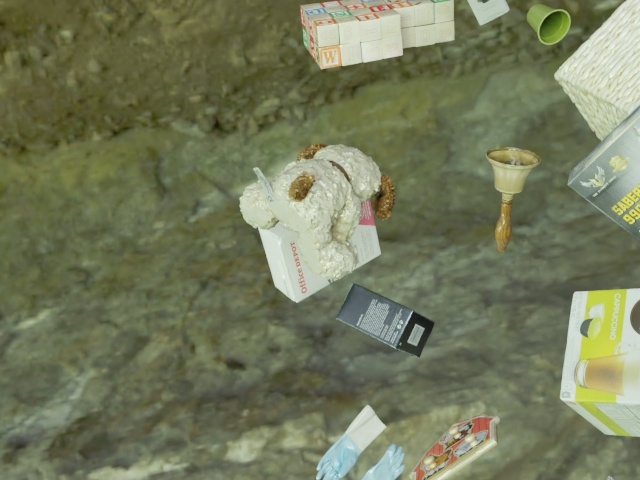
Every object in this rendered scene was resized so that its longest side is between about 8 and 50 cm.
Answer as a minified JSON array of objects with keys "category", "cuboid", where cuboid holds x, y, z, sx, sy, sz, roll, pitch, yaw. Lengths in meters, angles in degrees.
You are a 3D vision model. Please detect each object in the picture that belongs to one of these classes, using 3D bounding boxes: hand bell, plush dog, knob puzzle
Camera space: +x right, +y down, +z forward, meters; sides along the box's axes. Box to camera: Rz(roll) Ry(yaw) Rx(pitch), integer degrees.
[{"category":"hand bell","cuboid":[0.441,-0.087,2.055,0.126,0.242,0.126,2,-154,-1]},{"category":"plush dog","cuboid":[0.011,-0.096,1.587,0.225,0.262,0.210,-40,157,-37]},{"category":"knob puzzle","cuboid":[0.227,0.354,1.513,0.213,0.030,0.213,-38,-179,1]}]

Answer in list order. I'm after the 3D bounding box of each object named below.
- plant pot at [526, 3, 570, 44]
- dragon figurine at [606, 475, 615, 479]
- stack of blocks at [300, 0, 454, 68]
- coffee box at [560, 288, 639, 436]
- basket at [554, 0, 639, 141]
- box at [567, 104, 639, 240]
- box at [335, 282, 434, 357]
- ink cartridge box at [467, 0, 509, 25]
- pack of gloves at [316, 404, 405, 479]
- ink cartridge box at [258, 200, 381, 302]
[{"category":"plant pot","cuboid":[0.509,-0.498,1.968,0.083,0.083,0.079,-10,-141,-17]},{"category":"dragon figurine","cuboid":[0.509,0.532,1.418,0.085,0.289,0.144,-14,162,31]},{"category":"stack of blocks","cuboid":[0.122,-0.442,1.792,0.297,0.087,0.171,-11,-150,-9]},{"category":"coffee box","cuboid":[0.920,0.352,2.462,0.334,0.338,0.338,-6,150,39]},{"category":"basket","cuboid":[0.685,-0.296,1.631,0.331,0.328,0.266,-46,-142,5]},{"category":"box","cuboid":[0.560,-0.124,1.447,0.231,0.183,0.056,-49,-173,38]},{"category":"box","cuboid":[0.144,0.176,1.909,0.158,0.093,0.156,23,176,29]},{"category":"ink cartridge box","cuboid":[0.279,-0.487,1.582,0.063,0.109,0.150,-25,140,17]},{"category":"pack of gloves","cuboid":[0.109,0.555,2.127,0.232,0.195,0.046,-45,-164,-23]},{"category":"ink cartridge box","cuboid":[0.000,0.000,1.895,0.237,0.172,0.100,-29,-146,-23]}]
